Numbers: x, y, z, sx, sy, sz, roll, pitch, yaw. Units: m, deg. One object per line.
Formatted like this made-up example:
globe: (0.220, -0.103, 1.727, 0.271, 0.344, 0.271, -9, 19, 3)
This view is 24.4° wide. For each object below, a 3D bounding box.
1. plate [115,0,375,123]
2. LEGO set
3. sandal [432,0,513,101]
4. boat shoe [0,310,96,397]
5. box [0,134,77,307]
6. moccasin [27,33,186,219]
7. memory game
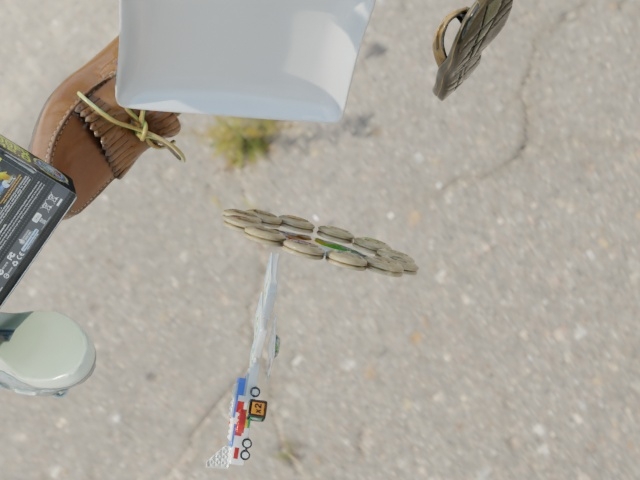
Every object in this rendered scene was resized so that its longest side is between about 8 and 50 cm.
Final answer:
plate: (-0.092, -0.233, 1.691, 0.278, 0.277, 0.045, 3, 62, -7)
LEGO set: (-0.090, 0.155, 1.792, 0.060, 0.182, 0.244, 9, 38, -7)
sandal: (0.173, -0.250, 1.832, 0.090, 0.219, 0.060, -40, 80, -20)
boat shoe: (-0.292, 0.122, 1.539, 0.227, 0.081, 0.079, 5, 59, 46)
box: (-0.408, -0.001, 1.486, 0.270, 0.216, 0.060, -55, 22, 7)
moccasin: (-0.230, -0.167, 1.858, 0.147, 0.139, 0.380, 4, 39, 35)
memory game: (0.000, 0.000, 1.323, 0.186, 0.186, 0.012, 21, 101, 36)
